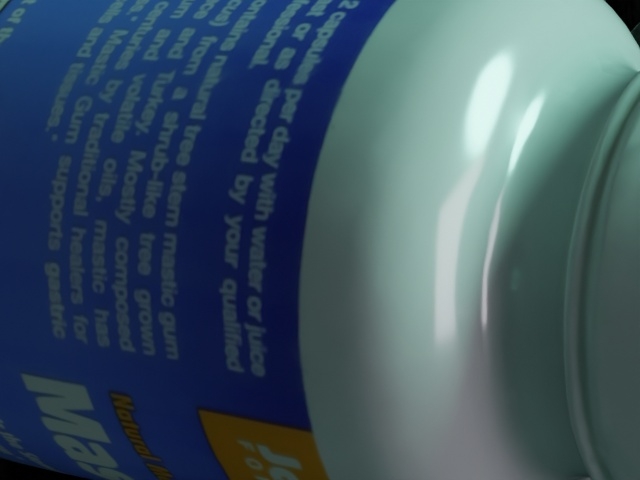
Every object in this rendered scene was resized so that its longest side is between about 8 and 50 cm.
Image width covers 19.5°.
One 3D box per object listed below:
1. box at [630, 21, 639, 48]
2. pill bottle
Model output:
[{"bbox_3d":[0.154,-0.040,0.828,0.184,0.045,0.190,-48,158,4],"label":"box"},{"bbox_3d":[0.000,0.000,0.496,0.152,0.272,0.152,-17,110,-55],"label":"pill bottle"}]
